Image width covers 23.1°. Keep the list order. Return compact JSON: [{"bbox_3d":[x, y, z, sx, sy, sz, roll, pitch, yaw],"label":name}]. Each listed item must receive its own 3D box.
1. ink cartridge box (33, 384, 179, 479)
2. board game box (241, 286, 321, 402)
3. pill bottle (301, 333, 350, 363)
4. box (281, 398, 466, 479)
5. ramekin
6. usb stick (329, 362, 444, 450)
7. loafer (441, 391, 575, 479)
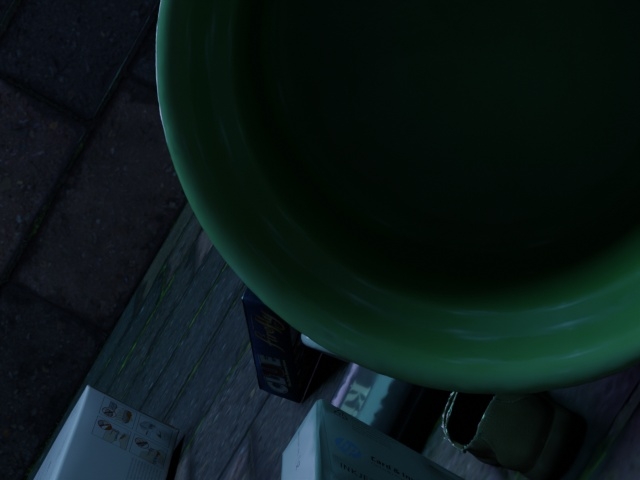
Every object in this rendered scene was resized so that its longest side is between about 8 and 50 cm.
[{"bbox_3d":[-0.292,0.364,1.766,0.272,0.130,0.309,-58,10,24],"label":"ink cartridge box"},{"bbox_3d":[0.000,0.000,1.391,0.165,0.042,0.243,84,-155,-56],"label":"board game box"},{"bbox_3d":[0.049,0.018,1.127,0.086,0.086,0.152,177,113,-78],"label":"pill bottle"},{"bbox_3d":[0.051,0.151,0.640,0.038,0.145,0.186,-56,12,18],"label":"box"},{"bbox_3d":[0.082,-0.092,0.753,0.303,0.303,0.148,-58,3,13],"label":"ramekin"},{"bbox_3d":[0.026,0.136,1.039,0.077,0.045,0.278,21,81,46],"label":"usb stick"},{"bbox_3d":[0.094,0.093,0.856,0.056,0.050,0.148,-62,10,-7],"label":"loafer"}]
